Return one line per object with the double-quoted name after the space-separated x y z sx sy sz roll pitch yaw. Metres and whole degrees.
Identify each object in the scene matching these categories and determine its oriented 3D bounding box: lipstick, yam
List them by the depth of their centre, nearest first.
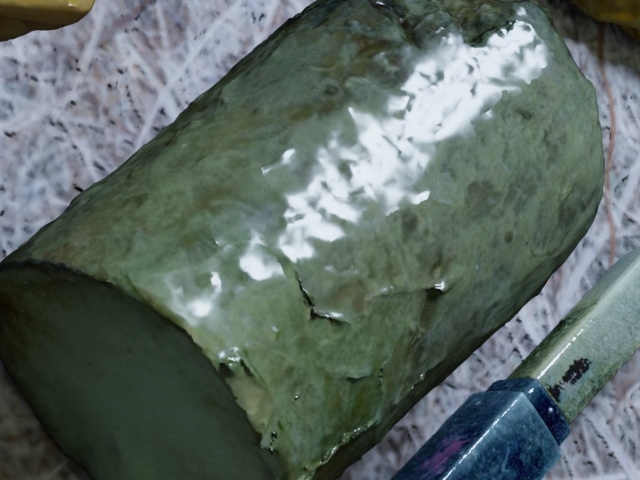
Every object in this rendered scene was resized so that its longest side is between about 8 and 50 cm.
0.000 0.000 0.980 0.300 0.195 0.195 -43 107 -26 "yam"
0.148 0.072 1.146 0.312 0.051 0.051 -44 107 -29 "lipstick"

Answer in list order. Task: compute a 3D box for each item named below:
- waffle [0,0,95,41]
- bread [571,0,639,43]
-0.238 -0.127 0.761 0.224 0.327 0.098 5 87 -32 "waffle"
0.220 -0.160 1.194 0.367 0.077 0.084 23 72 -29 "bread"
